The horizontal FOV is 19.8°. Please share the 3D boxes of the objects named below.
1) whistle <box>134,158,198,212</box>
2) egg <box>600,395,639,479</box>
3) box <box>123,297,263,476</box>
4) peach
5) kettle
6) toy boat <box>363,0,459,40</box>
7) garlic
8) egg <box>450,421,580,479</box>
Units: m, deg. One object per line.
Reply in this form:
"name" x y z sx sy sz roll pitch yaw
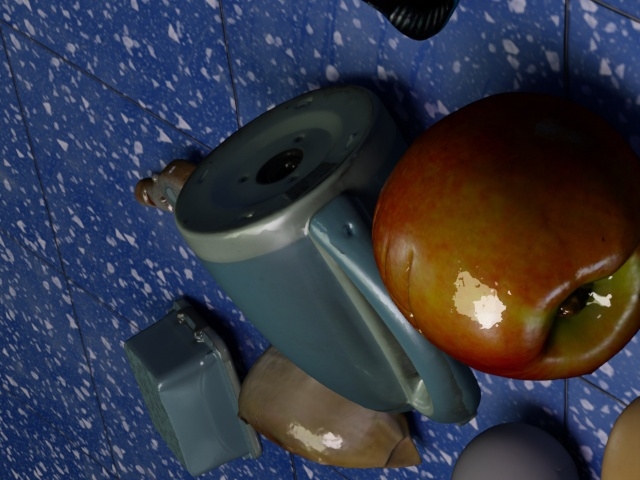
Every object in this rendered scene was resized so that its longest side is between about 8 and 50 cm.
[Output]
"whistle" -0.174 -0.060 2.339 0.107 0.057 0.220 49 160 -22
"egg" 0.366 0.251 1.729 0.244 0.201 0.201 58 154 14
"box" -0.173 0.209 2.560 0.162 0.130 0.227 42 154 51
"peach" 0.179 -0.019 1.685 0.275 0.249 0.245 44 118 41
"kettle" 0.047 0.052 1.918 0.342 0.247 0.319 57 175 -25
"toy boat" 0.109 -0.308 1.594 0.134 0.092 0.299 44 148 12
"garlic" -0.024 0.221 2.352 0.196 0.151 0.338 50 156 -22
"egg" 0.217 0.287 2.043 0.146 0.146 0.198 35 154 30
